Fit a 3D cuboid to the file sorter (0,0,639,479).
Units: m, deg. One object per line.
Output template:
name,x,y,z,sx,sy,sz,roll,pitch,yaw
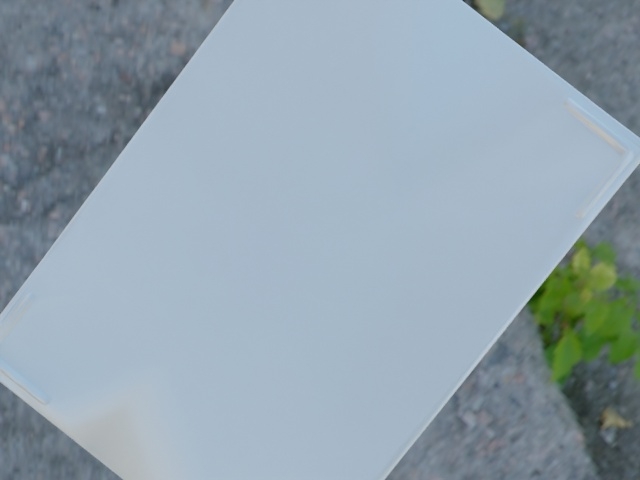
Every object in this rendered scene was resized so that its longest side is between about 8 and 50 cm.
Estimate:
file sorter,0.000,0.000,0.829,0.193,0.173,0.278,38,98,2
